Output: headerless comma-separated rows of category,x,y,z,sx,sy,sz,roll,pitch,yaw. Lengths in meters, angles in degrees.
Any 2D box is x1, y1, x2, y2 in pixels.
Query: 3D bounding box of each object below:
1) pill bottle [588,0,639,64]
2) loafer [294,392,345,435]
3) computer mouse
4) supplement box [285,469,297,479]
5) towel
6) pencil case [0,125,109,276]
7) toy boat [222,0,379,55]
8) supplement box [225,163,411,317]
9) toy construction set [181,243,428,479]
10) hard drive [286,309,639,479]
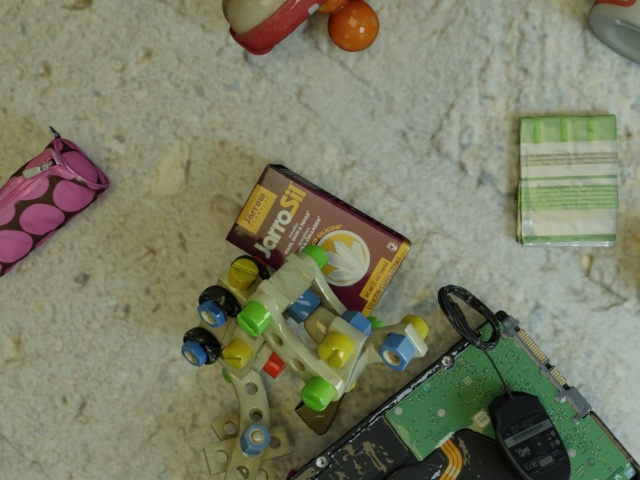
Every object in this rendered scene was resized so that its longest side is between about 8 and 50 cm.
pill bottle,0.391,-0.298,0.714,0.124,0.124,0.221,33,98,3
loafer,0.012,0.164,0.831,0.050,0.056,0.148,23,97,-2
computer mouse,0.187,0.157,0.737,0.071,0.041,0.242,-14,66,-22
supplement box,0.033,0.384,0.818,0.220,0.111,0.114,22,96,4
towel,0.285,-0.068,0.800,0.113,0.023,0.152,0,92,5
pencil case,-0.364,-0.036,0.839,0.209,0.098,0.095,-40,89,9
toy boat,0.012,-0.278,0.771,0.231,0.151,0.151,-40,119,9
supplement box,0.000,0.000,0.807,0.188,0.081,0.104,30,98,4
toy construction set,-0.047,0.134,0.760,0.215,0.151,0.328,39,128,6
hard drive,0.146,0.266,0.751,0.339,0.064,0.237,-37,78,-11
